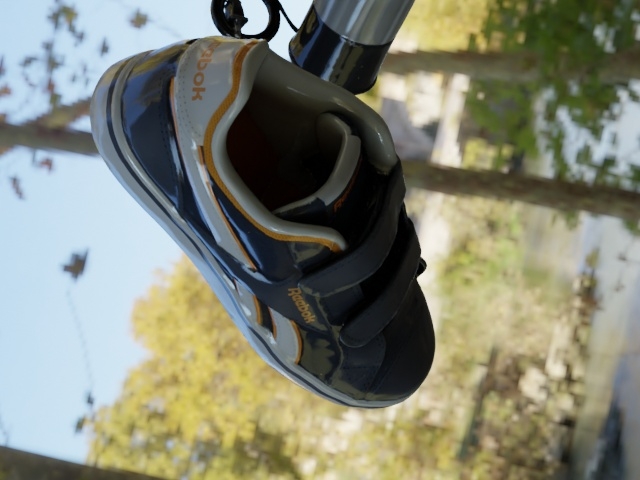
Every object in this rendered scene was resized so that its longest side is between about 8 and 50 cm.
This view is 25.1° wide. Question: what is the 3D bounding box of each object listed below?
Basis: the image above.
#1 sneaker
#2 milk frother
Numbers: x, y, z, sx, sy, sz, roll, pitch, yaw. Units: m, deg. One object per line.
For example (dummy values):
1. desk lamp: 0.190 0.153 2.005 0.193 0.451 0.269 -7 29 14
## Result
1. sneaker: 0.000 0.000 0.909 0.321 0.127 0.126 46 -128 -33
2. milk frother: -0.001 -0.210 1.199 0.129 0.143 0.135 59 140 30
